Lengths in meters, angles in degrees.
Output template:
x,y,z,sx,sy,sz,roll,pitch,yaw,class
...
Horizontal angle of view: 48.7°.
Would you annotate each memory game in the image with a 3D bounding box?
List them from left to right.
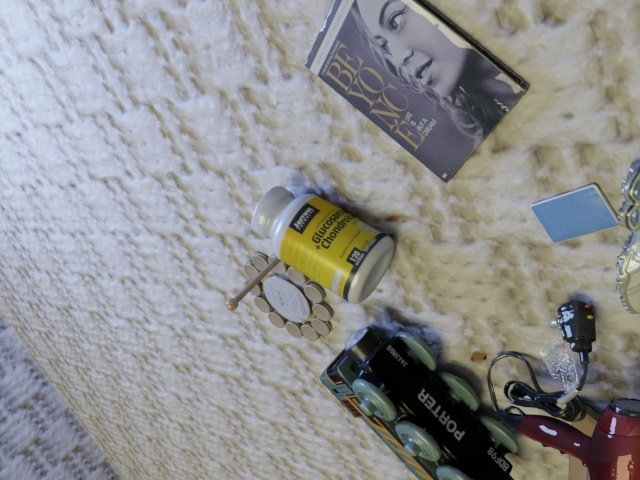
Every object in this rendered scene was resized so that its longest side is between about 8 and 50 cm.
x,y,z,sx,sy,sz,roll,pitch,yaw,class
-0.056,0.096,1.187,0.186,0.012,0.186,25,139,24,memory game

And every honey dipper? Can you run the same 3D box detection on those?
x,y,z,sx,sy,sz,roll,pitch,yaw,class
-0.083,0.049,1.041,0.030,0.160,0.030,25,140,23,honey dipper

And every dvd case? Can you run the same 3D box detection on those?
x,y,z,sx,sy,sz,roll,pitch,yaw,class
0.094,-0.180,0.768,0.221,0.018,0.164,41,144,5,dvd case

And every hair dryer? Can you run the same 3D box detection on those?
x,y,z,sx,sy,sz,roll,pitch,yaw,class
0.313,0.235,0.830,0.223,0.080,0.293,114,148,-53,hair dryer

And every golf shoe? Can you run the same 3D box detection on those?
x,y,z,sx,sy,sz,roll,pitch,yaw,class
0.334,0.007,0.682,0.086,0.069,0.176,10,133,30,golf shoe

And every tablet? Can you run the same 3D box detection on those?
x,y,z,sx,sy,sz,roll,pitch,yaw,class
0.271,-0.027,0.756,0.083,0.006,0.054,-22,109,51,tablet

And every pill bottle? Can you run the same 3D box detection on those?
x,y,z,sx,sy,sz,roll,pitch,yaw,class
0.000,0.000,0.962,0.184,0.103,0.103,30,142,18,pill bottle

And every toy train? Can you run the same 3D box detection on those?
x,y,z,sx,sy,sz,roll,pitch,yaw,class
0.147,0.265,1.066,0.334,0.142,0.190,46,156,-5,toy train

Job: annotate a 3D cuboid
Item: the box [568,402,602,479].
x,y,z,sx,sy,sz,roll,pitch,yaw,class
0.370,0.316,0.856,0.201,0.021,0.164,-136,40,-65,box
